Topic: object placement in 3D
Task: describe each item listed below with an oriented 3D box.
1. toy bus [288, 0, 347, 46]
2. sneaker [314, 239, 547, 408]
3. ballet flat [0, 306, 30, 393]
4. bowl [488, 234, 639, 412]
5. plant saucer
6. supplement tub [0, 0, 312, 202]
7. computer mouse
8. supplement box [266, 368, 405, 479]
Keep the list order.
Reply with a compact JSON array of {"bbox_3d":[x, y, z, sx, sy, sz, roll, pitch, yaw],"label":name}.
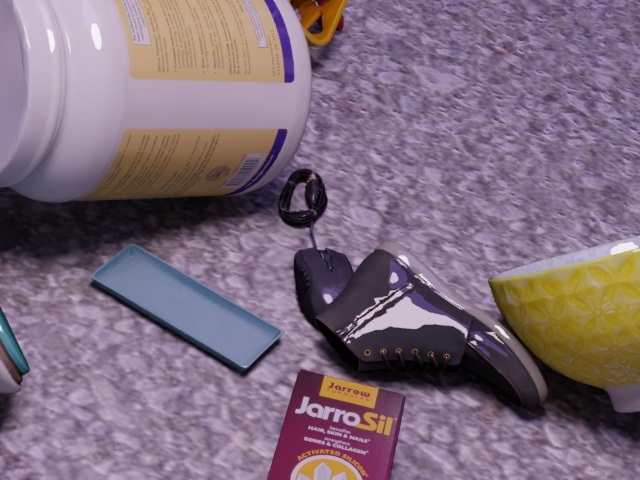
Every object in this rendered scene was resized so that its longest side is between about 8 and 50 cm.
[{"bbox_3d":[-0.070,-0.277,1.945,0.191,0.202,0.104,21,73,2],"label":"toy bus"},{"bbox_3d":[0.105,0.112,1.591,0.222,0.083,0.118,39,71,16],"label":"sneaker"},{"bbox_3d":[-0.382,0.025,1.554,0.139,0.139,0.400,-10,41,-21],"label":"ballet flat"},{"bbox_3d":[0.316,0.075,1.576,0.289,0.289,0.156,-14,90,-25],"label":"bowl"},{"bbox_3d":[-0.132,0.067,1.622,0.192,0.018,0.067,30,45,19],"label":"plant saucer"},{"bbox_3d":[-0.200,-0.159,1.635,0.331,0.241,0.241,-3,40,-42],"label":"supplement tub"},{"bbox_3d":[0.000,0.000,1.705,0.071,0.041,0.242,-2,42,-12],"label":"computer mouse"},{"bbox_3d":[0.007,0.213,1.439,0.104,0.081,0.188,13,41,3],"label":"supplement box"}]
